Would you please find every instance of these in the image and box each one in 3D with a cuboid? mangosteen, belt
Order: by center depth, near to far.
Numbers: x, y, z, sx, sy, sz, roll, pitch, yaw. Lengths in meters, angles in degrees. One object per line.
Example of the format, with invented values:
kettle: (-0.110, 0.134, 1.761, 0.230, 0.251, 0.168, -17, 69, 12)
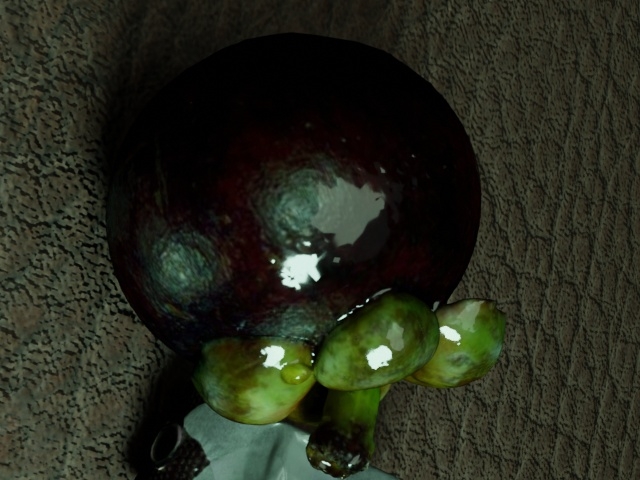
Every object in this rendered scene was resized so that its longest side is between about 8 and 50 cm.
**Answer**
mangosteen: (-0.008, -0.010, 0.853, 0.330, 0.330, 0.330, -6, 99, -42)
belt: (-0.033, 0.246, 0.948, 0.289, 0.184, 0.164, 35, 75, -33)
